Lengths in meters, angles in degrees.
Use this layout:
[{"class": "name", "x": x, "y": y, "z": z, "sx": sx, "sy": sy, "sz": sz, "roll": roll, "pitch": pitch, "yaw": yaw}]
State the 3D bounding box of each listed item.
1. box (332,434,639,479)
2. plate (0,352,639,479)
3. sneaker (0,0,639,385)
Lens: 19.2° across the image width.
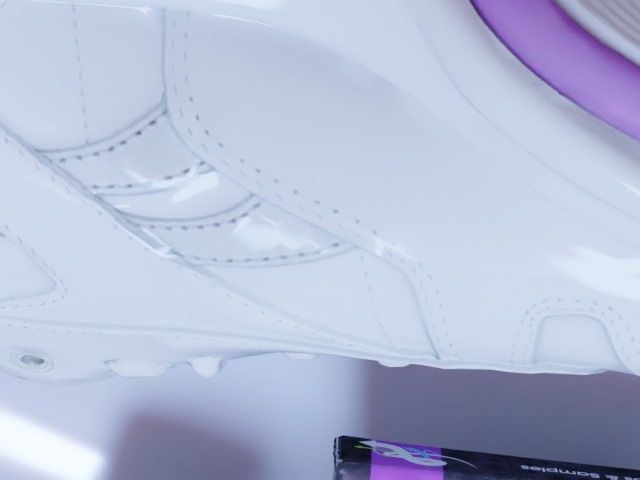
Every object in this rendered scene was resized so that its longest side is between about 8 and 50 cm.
[{"class": "box", "x": 0.078, "y": 0.115, "z": 0.472, "sx": 0.162, "sy": 0.029, "sz": 0.116, "roll": 5, "pitch": 99, "yaw": 0}, {"class": "plate", "x": 0.000, "y": 0.000, "z": 0.477, "sx": 0.278, "sy": 0.045, "sz": 0.277, "roll": 26, "pitch": 119, "yaw": -9}, {"class": "sneaker", "x": -0.007, "y": -0.027, "z": 0.390, "sx": 0.305, "sy": 0.114, "sz": 0.152, "roll": 21, "pitch": 134, "yaw": -1}]
